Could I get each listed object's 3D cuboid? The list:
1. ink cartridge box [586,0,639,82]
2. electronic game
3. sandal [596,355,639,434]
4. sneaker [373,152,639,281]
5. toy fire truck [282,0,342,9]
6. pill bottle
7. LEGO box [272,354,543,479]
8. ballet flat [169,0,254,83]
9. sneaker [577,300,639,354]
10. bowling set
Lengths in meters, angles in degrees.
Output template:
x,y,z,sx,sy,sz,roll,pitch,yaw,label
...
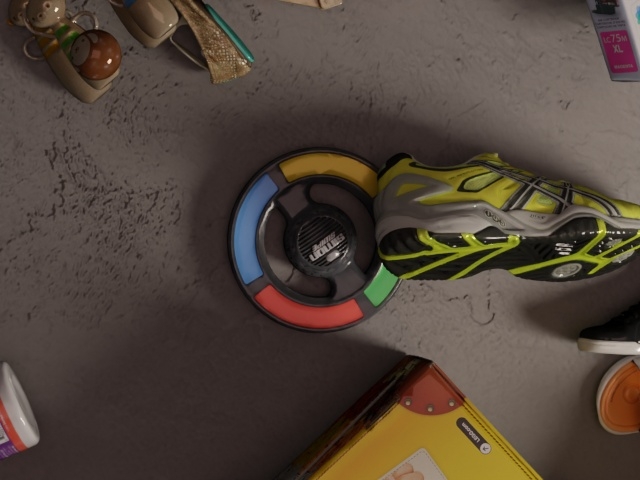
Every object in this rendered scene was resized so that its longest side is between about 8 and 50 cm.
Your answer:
x,y,z,sx,sy,sz,roll,pitch,yaw,label
0.370,-0.368,1.565,0.186,0.065,0.311,-40,120,-34,ink cartridge box
0.000,0.000,1.611,0.229,0.048,0.229,-1,94,-10,electronic game
0.485,0.183,1.690,0.265,0.076,0.101,-13,96,-8,sandal
0.246,-0.040,1.599,0.385,0.145,0.147,4,59,-24,sneaker
0.008,-0.330,1.589,0.192,0.047,0.135,23,90,-11,toy fire truck
-0.435,0.225,1.525,0.194,0.108,0.108,-23,97,-7,pill bottle
0.152,0.441,1.557,0.372,0.193,0.500,-42,90,-4,LEGO box
-0.162,-0.271,1.557,0.067,0.073,0.206,-35,95,9,ballet flat
0.424,0.080,1.678,0.217,0.079,0.121,-3,91,-17,sneaker
-0.239,-0.268,1.440,0.287,0.200,0.154,-38,98,17,bowling set
